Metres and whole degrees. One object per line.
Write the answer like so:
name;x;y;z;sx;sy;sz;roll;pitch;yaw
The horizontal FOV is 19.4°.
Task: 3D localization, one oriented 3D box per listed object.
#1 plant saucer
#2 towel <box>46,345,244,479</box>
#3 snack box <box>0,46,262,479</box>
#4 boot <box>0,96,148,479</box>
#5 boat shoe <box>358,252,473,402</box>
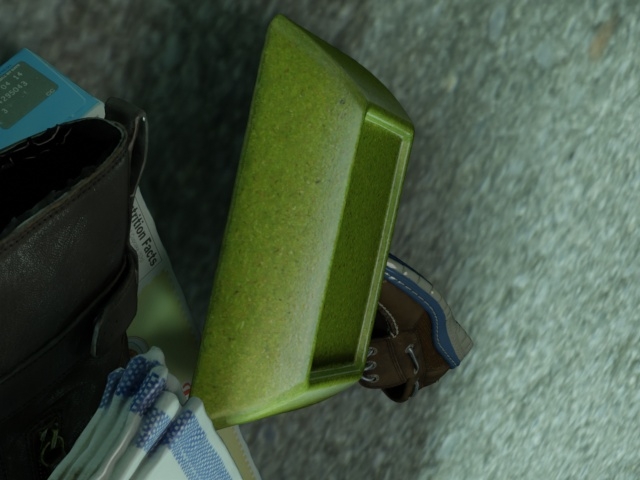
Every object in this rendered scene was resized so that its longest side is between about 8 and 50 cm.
plant saucer;0.000;0.000;0.885;0.188;0.045;0.188;7;95;-78
towel;-0.121;0.190;0.716;0.285;0.034;0.209;-54;159;-16
snack box;-0.140;0.085;0.860;0.187;0.060;0.322;-42;145;-19
boot;-0.152;0.087;0.721;0.263;0.091;0.229;-45;146;-32
boat shoe;0.035;0.050;1.058;0.066;0.066;0.183;-52;147;-5
